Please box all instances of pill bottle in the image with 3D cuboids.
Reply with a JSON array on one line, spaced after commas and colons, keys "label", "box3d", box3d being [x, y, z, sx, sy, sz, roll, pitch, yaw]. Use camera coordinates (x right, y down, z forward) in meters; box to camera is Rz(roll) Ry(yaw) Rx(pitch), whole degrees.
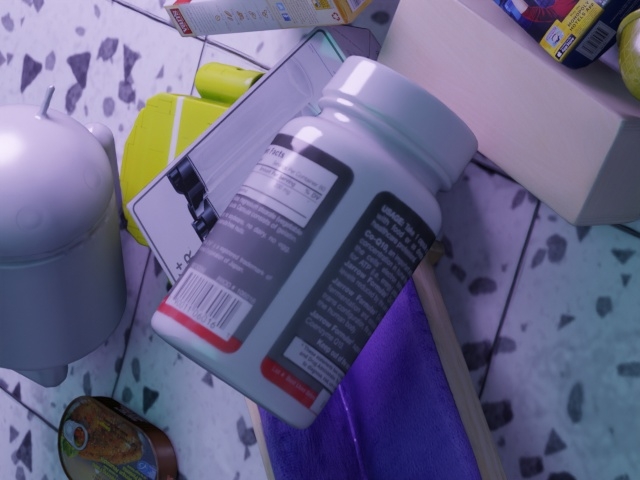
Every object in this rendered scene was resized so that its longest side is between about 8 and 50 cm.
[{"label": "pill bottle", "box3d": [0.000, 0.000, 1.451, 0.161, 0.161, 0.283, 28, 81, 43]}]

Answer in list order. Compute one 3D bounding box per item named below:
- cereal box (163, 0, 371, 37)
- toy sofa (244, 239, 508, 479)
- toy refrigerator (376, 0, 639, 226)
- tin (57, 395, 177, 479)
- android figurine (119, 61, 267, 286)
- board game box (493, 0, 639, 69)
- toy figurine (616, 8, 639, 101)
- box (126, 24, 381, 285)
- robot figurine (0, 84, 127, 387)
[{"label": "cereal box", "box3d": [-0.017, -0.264, 1.663, 0.240, 0.173, 0.047, 3, 132, 45]}, {"label": "toy sofa", "box3d": [0.049, 0.159, 1.513, 0.150, 0.177, 0.362, -46, 46, 34]}, {"label": "toy refrigerator", "box3d": [0.176, -0.127, 1.495, 0.269, 0.094, 0.102, 42, 122, 37]}, {"label": "tin", "box3d": [-0.227, 0.241, 1.938, 0.190, 0.040, 0.106, 26, 102, 44]}, {"label": "android figurine", "box3d": [-0.117, -0.062, 1.824, 0.273, 0.056, 0.248, 14, 99, 43]}, {"label": "board game box", "box3d": [0.221, -0.267, 1.462, 0.194, 0.060, 0.194, -51, 49, 16]}, {"label": "toy figurine", "box3d": [0.314, -0.078, 1.200, 0.363, 0.191, 0.217, 9, 62, 38]}, {"label": "box", "box3d": [-0.032, -0.052, 1.661, 0.290, 0.087, 0.169, -40, 71, 27]}, {"label": "robot figurine", "box3d": [-0.315, -0.001, 1.860, 0.200, 0.300, 0.353, 22, 138, 20]}]
